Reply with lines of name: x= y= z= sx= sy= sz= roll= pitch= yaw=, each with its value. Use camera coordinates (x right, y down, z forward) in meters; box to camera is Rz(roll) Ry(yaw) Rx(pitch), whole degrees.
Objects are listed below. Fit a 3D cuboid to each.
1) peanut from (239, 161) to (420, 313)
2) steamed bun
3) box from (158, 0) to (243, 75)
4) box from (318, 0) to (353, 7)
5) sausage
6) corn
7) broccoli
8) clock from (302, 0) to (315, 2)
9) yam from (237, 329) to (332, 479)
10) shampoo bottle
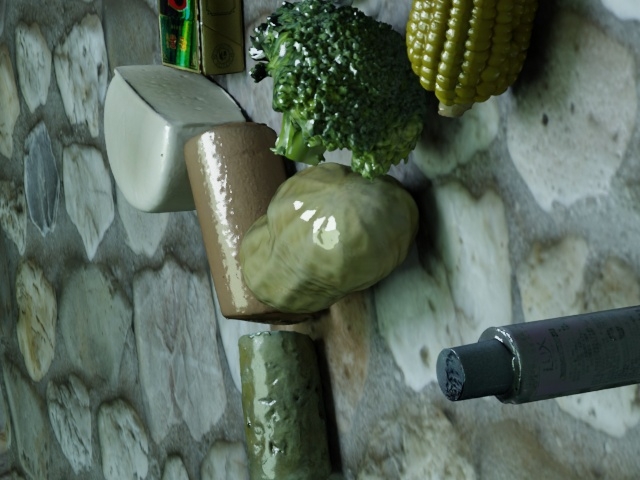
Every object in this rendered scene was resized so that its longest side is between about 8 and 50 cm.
peanut: x=0.000 y=0.000 z=1.919 sx=0.313 sy=0.152 sz=0.152 roll=145 pitch=116 yaw=-66
steamed bun: x=-0.197 y=-0.127 z=2.328 sx=0.242 sy=0.146 sz=0.164 roll=43 pitch=132 yaw=53
box: x=-0.161 y=-0.343 z=2.283 sx=0.159 sy=0.071 sz=0.240 roll=19 pitch=114 yaw=61
box: x=0.008 y=-0.429 z=1.753 sx=0.190 sy=0.112 sz=0.369 roll=-32 pitch=62 yaw=24
sausage: x=-0.086 y=-0.010 z=2.142 sx=0.123 sy=0.123 sz=0.252 roll=139 pitch=121 yaw=-62
corn: x=0.148 y=-0.257 z=1.560 sx=0.119 sy=0.119 sz=0.321 roll=49 pitch=134 yaw=52
broccoli: x=0.013 y=-0.159 z=1.787 sx=0.226 sy=0.198 sz=0.176 roll=6 pitch=69 yaw=54
clock: x=0.005 y=-0.336 z=1.919 sx=0.151 sy=0.062 sz=0.191 roll=106 pitch=147 yaw=-41
yam: x=-0.046 y=0.205 z=2.139 sx=0.107 sy=0.107 sz=0.194 roll=172 pitch=92 yaw=-66
shampoo bottle: x=0.198 y=0.094 z=1.413 sx=0.072 sy=0.214 sz=0.072 roll=173 pitch=90 yaw=-67
